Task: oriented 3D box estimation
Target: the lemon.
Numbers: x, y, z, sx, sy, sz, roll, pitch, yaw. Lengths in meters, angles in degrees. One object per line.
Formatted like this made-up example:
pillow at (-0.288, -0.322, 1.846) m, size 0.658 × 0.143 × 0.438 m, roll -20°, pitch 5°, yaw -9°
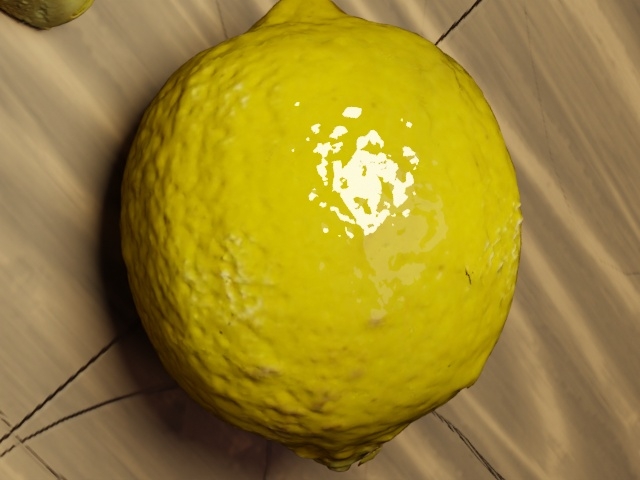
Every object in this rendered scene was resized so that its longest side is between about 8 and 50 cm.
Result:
lemon at (0.000, 0.000, 1.199) m, size 0.253 × 0.253 × 0.310 m, roll -10°, pitch 103°, yaw -39°

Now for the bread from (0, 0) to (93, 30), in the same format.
bread at (-0.184, -0.186, 1.120) m, size 0.157 × 0.094 × 0.083 m, roll 30°, pitch 82°, yaw -31°
